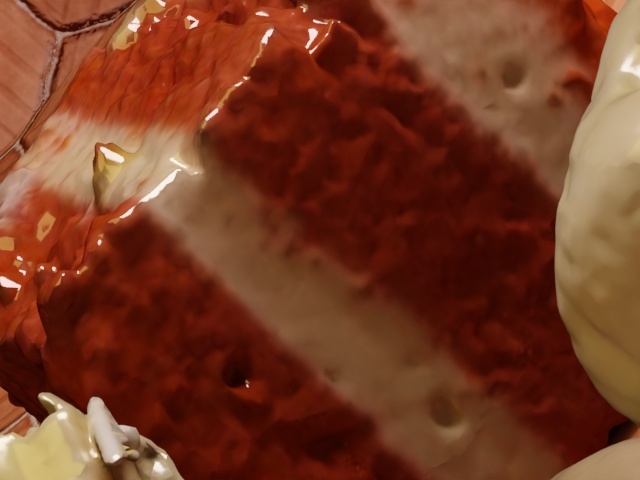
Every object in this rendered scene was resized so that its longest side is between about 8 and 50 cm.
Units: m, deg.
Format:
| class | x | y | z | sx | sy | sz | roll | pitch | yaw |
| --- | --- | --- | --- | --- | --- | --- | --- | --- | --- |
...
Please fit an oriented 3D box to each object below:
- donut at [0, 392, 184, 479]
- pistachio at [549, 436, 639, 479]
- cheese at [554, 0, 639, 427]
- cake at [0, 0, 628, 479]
| class | x | y | z | sx | sy | sz | roll | pitch | yaw |
| --- | --- | --- | --- | --- | --- | --- | --- | --- | --- |
| donut | -0.133 | 0.221 | 0.785 | 0.150 | 0.307 | 0.371 | -17 | 2 | -23 |
| pistachio | 0.143 | 0.127 | 0.647 | 0.152 | 0.126 | 0.223 | -17 | 1 | -31 |
| cheese | 0.208 | -0.029 | 0.703 | 0.248 | 0.173 | 0.251 | -47 | 27 | -18 |
| cake | 0.000 | 0.000 | 0.926 | 0.319 | 0.270 | 0.269 | -52 | 22 | -12 |
